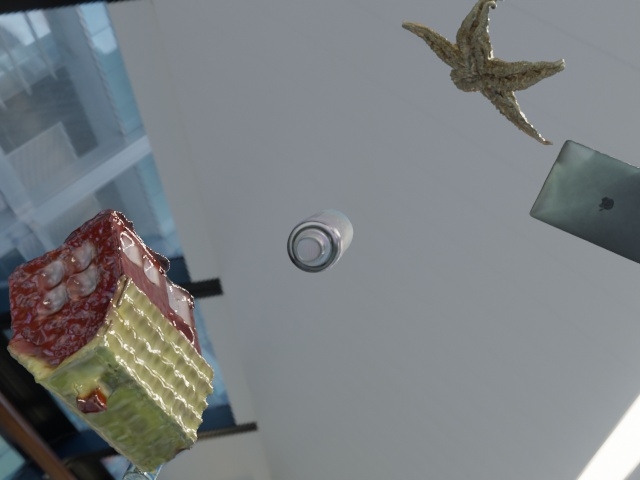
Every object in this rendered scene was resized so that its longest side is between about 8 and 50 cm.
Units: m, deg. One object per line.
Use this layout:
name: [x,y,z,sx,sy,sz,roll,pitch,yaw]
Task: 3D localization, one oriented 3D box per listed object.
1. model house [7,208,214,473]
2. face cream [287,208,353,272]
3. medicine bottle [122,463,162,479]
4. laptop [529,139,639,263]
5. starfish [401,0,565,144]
model house: [-0.227,0.125,0.819,0.196,0.160,0.254,61,2,-37]
face cream: [0.000,0.000,1.041,0.075,0.075,0.229,50,10,0]
medicine bottle: [-0.274,0.340,1.260,0.051,0.191,0.051,5,-61,10]
laptop: [0.600,-0.078,1.564,0.269,0.015,0.188,24,-65,8]
starfish: [0.252,-0.243,1.081,0.295,0.048,0.231,43,-15,-6]
